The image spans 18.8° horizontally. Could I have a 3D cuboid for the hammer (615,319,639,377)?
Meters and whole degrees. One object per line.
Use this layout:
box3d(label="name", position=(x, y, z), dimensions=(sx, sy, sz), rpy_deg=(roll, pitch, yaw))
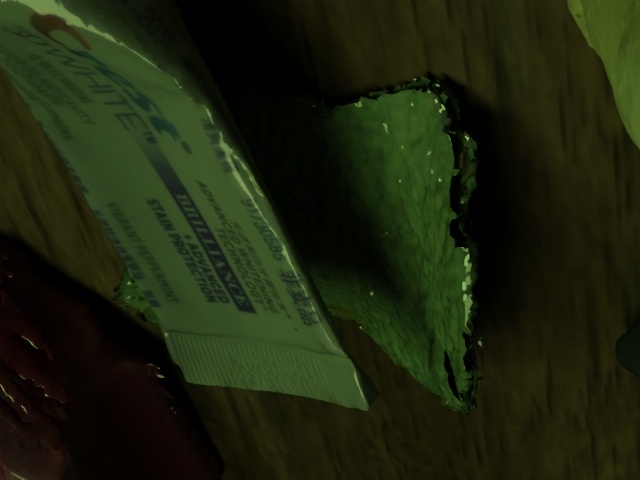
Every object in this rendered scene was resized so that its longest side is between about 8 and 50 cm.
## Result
box3d(label="hammer", position=(0.147, -0.001, 0.632), dimensions=(0.103, 0.029, 0.246), rpy_deg=(29, 154, 8))

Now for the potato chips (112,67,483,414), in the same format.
box3d(label="potato chips", position=(-0.005, 0.006, 0.771), dimensions=(0.228, 0.059, 0.167), rpy_deg=(10, 139, 46))

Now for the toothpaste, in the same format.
box3d(label="toothpaste", position=(-0.074, -0.050, 0.706), dimensions=(0.282, 0.068, 0.099), rpy_deg=(64, 172, -28))

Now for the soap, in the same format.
box3d(label="soap", position=(-0.159, 0.118, 1.051), dimensions=(0.182, 0.112, 0.289), rpy_deg=(16, 149, 28))

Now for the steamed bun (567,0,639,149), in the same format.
box3d(label="steamed bun", position=(0.122, -0.073, 0.415), dimensions=(0.141, 0.172, 0.155), rpy_deg=(9, -177, -14))
